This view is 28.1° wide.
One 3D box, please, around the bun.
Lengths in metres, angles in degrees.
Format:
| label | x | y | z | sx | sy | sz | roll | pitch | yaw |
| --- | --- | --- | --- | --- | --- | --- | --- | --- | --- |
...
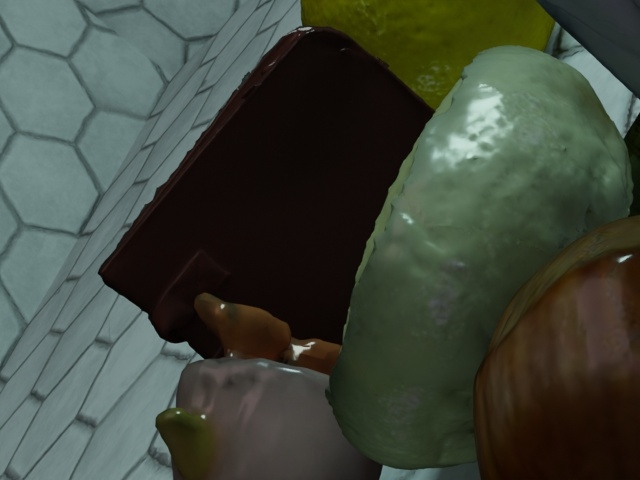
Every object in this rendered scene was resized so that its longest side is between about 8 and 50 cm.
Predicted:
| label | x | y | z | sx | sy | sz | roll | pitch | yaw |
| --- | --- | --- | --- | --- | --- | --- | --- | --- | --- |
| bun | 0.115 | 0.024 | 0.777 | 0.287 | 0.146 | 0.287 | 22 | -90 | -77 |

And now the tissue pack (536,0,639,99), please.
| label | x | y | z | sx | sy | sz | roll | pitch | yaw |
| --- | --- | --- | --- | --- | --- | --- | --- | --- | --- |
| tissue pack | 0.292 | -0.183 | 0.550 | 0.394 | 0.288 | 0.124 | -58 | 17 | -17 |

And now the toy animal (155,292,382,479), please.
| label | x | y | z | sx | sy | sz | roll | pitch | yaw |
| --- | --- | --- | --- | --- | --- | --- | --- | --- | --- |
| toy animal | -0.042 | 0.194 | 0.886 | 0.169 | 0.195 | 0.281 | 4 | 72 | 48 |

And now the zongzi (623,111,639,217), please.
| label | x | y | z | sx | sy | sz | roll | pitch | yaw |
| --- | --- | --- | --- | --- | --- | --- | --- | --- | --- |
| zongzi | 0.239 | -0.057 | 0.892 | 0.130 | 0.062 | 0.154 | -39 | -19 | -57 |

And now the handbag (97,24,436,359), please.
| label | x | y | z | sx | sy | sz | roll | pitch | yaw |
| --- | --- | --- | --- | --- | --- | --- | --- | --- | --- |
| handbag | 0.001 | 0.000 | 1.021 | 0.275 | 0.260 | 0.084 | -49 | 17 | 1 |

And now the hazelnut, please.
| label | x | y | z | sx | sy | sz | roll | pitch | yaw |
| --- | --- | --- | --- | --- | --- | --- | --- | --- | --- |
| hazelnut | 0.159 | 0.091 | 0.569 | 0.214 | 0.176 | 0.214 | 179 | 90 | -83 |

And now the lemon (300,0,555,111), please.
| label | x | y | z | sx | sy | sz | roll | pitch | yaw |
| --- | --- | --- | --- | --- | --- | --- | --- | --- | --- |
| lemon | 0.102 | -0.233 | 1.254 | 0.245 | 0.245 | 0.320 | -60 | 12 | -24 |
